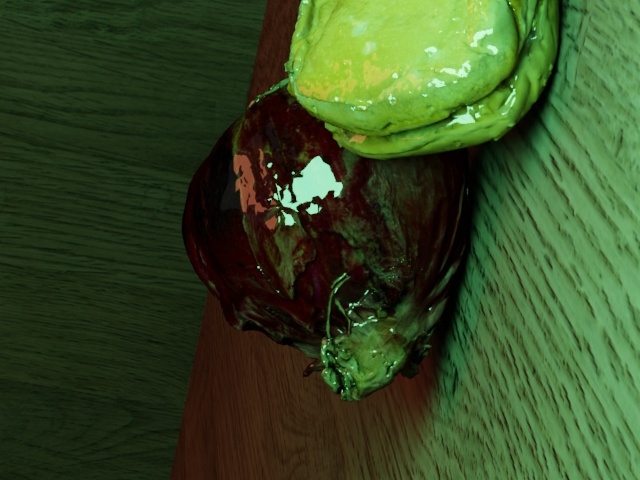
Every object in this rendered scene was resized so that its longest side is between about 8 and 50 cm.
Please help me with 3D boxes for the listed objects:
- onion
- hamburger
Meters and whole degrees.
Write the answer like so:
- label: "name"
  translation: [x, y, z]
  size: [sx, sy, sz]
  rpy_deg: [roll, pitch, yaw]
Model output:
- label: "onion"
  translation: [-0.006, -0.020, 1.561]
  size: [0.281, 0.221, 0.281]
  rpy_deg: [11, 105, 49]
- label: "hamburger"
  translation: [0.077, -0.161, 1.390]
  size: [0.108, 0.213, 0.214]
  rpy_deg: [47, -141, -45]
